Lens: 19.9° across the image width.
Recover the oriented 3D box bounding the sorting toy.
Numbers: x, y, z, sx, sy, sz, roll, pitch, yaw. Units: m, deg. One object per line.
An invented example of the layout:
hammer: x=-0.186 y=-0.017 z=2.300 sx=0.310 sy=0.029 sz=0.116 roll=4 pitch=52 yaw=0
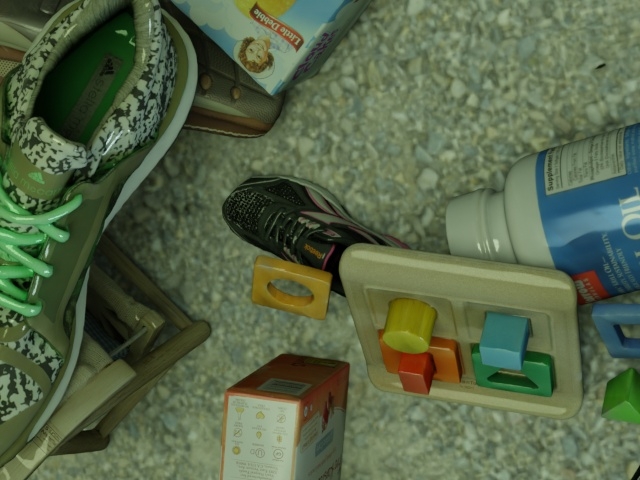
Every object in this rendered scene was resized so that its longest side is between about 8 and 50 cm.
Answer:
sorting toy: x=0.108 y=0.083 z=1.413 sx=0.348 sy=0.196 sz=0.047 roll=8 pitch=58 yaw=15

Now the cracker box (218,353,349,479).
cracker box: x=-0.033 y=0.220 z=1.473 sx=0.067 sy=0.156 sz=0.232 roll=7 pitch=100 yaw=14

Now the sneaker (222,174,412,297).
sneaker: x=0.000 y=0.000 z=1.476 sx=0.178 sy=0.077 sz=0.072 roll=23 pitch=101 yaw=12

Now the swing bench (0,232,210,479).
swing bench: x=-0.262 y=0.060 z=1.464 sx=0.253 sy=0.255 sz=0.165 roll=44 pitch=106 yaw=6

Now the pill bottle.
pill bottle: x=0.215 y=-0.017 z=1.388 sx=0.222 sy=0.124 sz=0.124 roll=-17 pitch=92 yaw=21

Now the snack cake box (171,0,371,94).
snack cake box: x=-0.074 y=-0.262 z=1.441 sx=0.264 sy=0.089 sz=0.152 roll=43 pitch=119 yaw=7

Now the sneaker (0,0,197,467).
sneaker: x=-0.214 y=-0.026 z=1.293 sx=0.158 sy=0.182 sz=0.410 roll=21 pitch=74 yaw=1

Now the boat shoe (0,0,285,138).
boat shoe: x=-0.186 y=-0.150 z=1.503 sx=0.324 sy=0.123 sz=0.116 roll=20 pitch=136 yaw=4

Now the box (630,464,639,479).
box: x=0.460 y=0.171 z=1.140 sx=0.472 sy=0.480 sz=0.297 roll=30 pitch=103 yaw=12
